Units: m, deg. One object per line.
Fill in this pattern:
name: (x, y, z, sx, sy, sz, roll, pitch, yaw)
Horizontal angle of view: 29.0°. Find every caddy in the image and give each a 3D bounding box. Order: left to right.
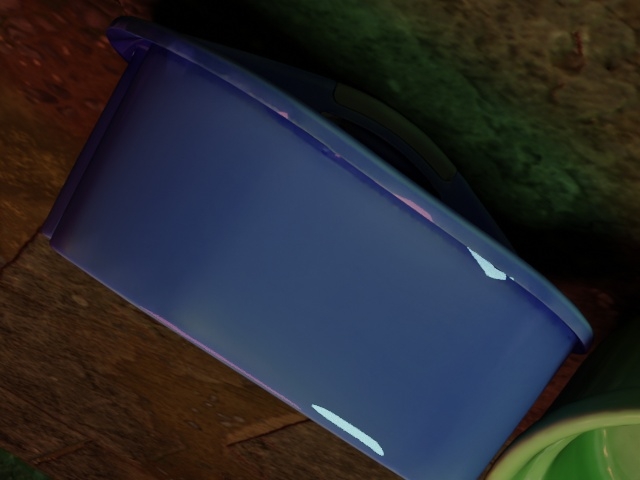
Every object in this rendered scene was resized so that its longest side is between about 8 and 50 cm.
caddy: (0.000, 0.000, 0.732, 0.341, 0.179, 0.241, 35, 176, -15)

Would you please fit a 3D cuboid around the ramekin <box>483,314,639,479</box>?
ramekin: (0.260, 0.179, 0.754, 0.303, 0.148, 0.303, 19, 131, 23)
